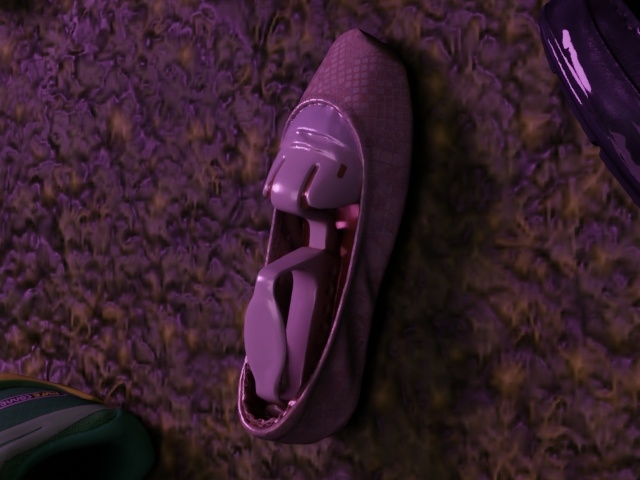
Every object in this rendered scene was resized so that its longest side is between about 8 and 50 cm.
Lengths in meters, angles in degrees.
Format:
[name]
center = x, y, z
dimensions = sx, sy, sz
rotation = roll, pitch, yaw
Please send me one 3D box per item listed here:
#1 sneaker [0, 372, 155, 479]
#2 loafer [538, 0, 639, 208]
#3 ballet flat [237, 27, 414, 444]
[sneaker]
center = -0.152, 0.178, 0.634
dimensions = 0.124, 0.109, 0.295
rotation = -3, 52, 28
[loafer]
center = 0.155, -0.009, 0.473
dimensions = 0.078, 0.076, 0.223
rotation = -48, 67, 23
[ballet flat]
center = 0.000, 0.000, 0.610
dimensions = 0.057, 0.052, 0.168
rotation = 11, 97, 39
